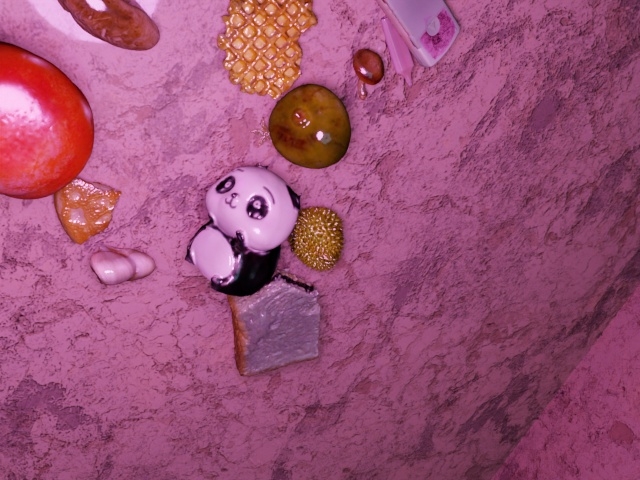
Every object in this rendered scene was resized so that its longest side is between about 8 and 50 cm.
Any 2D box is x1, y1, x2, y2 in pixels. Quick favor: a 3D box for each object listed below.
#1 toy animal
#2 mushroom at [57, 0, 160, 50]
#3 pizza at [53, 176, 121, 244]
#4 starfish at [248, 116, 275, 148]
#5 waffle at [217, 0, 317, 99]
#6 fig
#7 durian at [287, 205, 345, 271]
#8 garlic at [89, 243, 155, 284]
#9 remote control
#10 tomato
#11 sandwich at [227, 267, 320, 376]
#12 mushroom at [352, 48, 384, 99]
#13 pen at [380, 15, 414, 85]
[{"bbox_3d":[-0.189,-0.037,1.488,0.251,0.251,0.309,22,108,-31],"label":"toy animal"},{"bbox_3d":[-0.440,-0.482,1.166,0.156,0.151,0.286,-44,125,7],"label":"mushroom"},{"bbox_3d":[-0.557,-0.093,1.401,0.161,0.062,0.182,-18,119,-5],"label":"pizza"},{"bbox_3d":[-0.135,-0.276,1.497,0.086,0.016,0.092,36,98,-36],"label":"starfish"},{"bbox_3d":[-0.117,-0.461,1.373,0.249,0.056,0.253,-18,121,-12],"label":"waffle"},{"bbox_3d":[-0.015,-0.276,1.457,0.203,0.203,0.225,-51,158,10],"label":"fig"},{"bbox_3d":[-0.012,0.002,1.627,0.159,0.146,0.198,-10,118,-15],"label":"durian"},{"bbox_3d":[-0.504,0.064,1.479,0.175,0.124,0.099,-11,109,-48],"label":"garlic"},{"bbox_3d":[0.218,-0.591,1.427,0.145,0.050,0.344,-52,126,-8],"label":"remote control"},{"bbox_3d":[-0.625,-0.237,1.159,0.325,0.293,0.289,37,85,-29],"label":"tomato"},{"bbox_3d":[-0.132,0.227,1.716,0.263,0.131,0.325,-10,120,-16],"label":"sandwich"},{"bbox_3d":[0.125,-0.422,1.489,0.088,0.073,0.129,-39,138,-41],"label":"mushroom"},{"bbox_3d":[0.206,-0.488,1.508,0.053,0.032,0.197,-29,123,-6],"label":"pen"}]
